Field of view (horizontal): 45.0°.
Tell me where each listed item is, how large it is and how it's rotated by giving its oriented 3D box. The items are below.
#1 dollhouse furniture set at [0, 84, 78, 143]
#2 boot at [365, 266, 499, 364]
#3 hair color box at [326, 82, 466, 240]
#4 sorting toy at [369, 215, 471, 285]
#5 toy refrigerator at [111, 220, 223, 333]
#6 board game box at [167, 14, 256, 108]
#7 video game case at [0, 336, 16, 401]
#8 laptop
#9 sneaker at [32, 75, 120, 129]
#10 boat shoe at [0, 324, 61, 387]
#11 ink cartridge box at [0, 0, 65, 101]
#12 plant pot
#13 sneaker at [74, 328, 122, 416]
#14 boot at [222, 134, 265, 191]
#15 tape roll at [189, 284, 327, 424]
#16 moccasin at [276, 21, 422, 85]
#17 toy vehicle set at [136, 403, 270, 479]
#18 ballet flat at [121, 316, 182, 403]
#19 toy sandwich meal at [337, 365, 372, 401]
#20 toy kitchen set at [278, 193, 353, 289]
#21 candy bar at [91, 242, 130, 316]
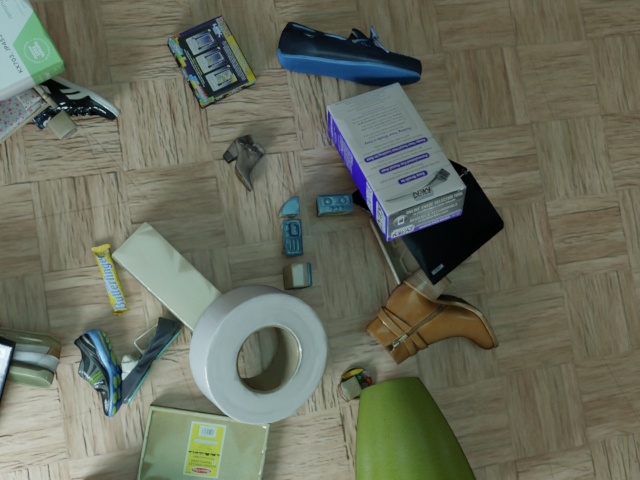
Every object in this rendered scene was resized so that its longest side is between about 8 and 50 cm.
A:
[{"bbox_3d":[-0.728,-0.274,1.536,0.303,0.174,0.355,-43,80,-9],"label":"dollhouse furniture set"},{"bbox_3d":[0.258,0.212,1.776,0.220,0.109,0.283,-46,112,-2],"label":"boot"},{"bbox_3d":[0.161,-0.181,1.713,0.185,0.110,0.339,-19,56,-9],"label":"hair color box"},{"bbox_3d":[0.236,-0.005,1.829,0.208,0.038,0.193,-24,89,-18],"label":"sorting toy"},{"bbox_3d":[-0.317,0.091,1.671,0.269,0.094,0.102,44,75,-7],"label":"toy refrigerator"},{"bbox_3d":[-0.247,-0.407,1.762,0.141,0.048,0.170,-28,90,-15],"label":"board game box"},{"bbox_3d":[-0.727,0.282,1.523,0.196,0.026,0.274,19,115,-9],"label":"video game case"},{"bbox_3d":[0.243,-0.068,1.782,0.234,0.264,0.137,-37,133,-17],"label":"laptop"},{"bbox_3d":[-0.554,-0.281,1.674,0.216,0.079,0.121,26,83,0],"label":"sneaker"},{"bbox_3d":[-0.684,0.215,1.581,0.302,0.113,0.103,17,60,-8],"label":"boat shoe"},{"bbox_3d":[-0.691,-0.339,1.453,0.353,0.119,0.207,-31,103,-12],"label":"ink cartridge box"},{"bbox_3d":[0.186,0.456,1.672,0.274,0.275,0.294,-8,69,-13],"label":"plant pot"},{"bbox_3d":[-0.470,0.283,1.640,0.078,0.067,0.188,-19,90,8],"label":"sneaker"},{"bbox_3d":[-0.162,-0.181,1.759,0.087,0.042,0.118,-36,92,-15],"label":"boot"},{"bbox_3d":[-0.129,0.241,1.641,0.286,0.100,0.286,-6,101,-30],"label":"tape roll"},{"bbox_3d":[0.074,-0.443,1.790,0.341,0.138,0.117,9,78,-12],"label":"moccasin"},{"bbox_3d":[-0.252,0.458,1.673,0.266,0.035,0.166,11,82,-10],"label":"toy vehicle set"},{"bbox_3d":[-0.380,0.249,1.652,0.074,0.074,0.203,36,72,-6],"label":"ballet flat"},{"bbox_3d":[0.080,0.327,1.760,0.085,0.029,0.086,1,84,-12],"label":"toy sandwich meal"},{"bbox_3d":[0.000,0.000,1.731,0.166,0.122,0.207,-4,85,-12],"label":"toy kitchen set"},{"bbox_3d":[-0.454,0.086,1.680,0.040,0.018,0.162,-18,87,-13],"label":"candy bar"}]
